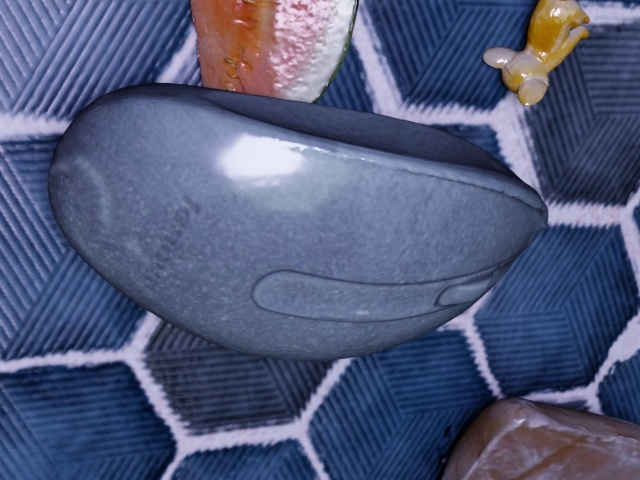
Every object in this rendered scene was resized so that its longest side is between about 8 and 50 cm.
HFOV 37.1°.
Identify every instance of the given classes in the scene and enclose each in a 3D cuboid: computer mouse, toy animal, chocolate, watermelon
[{"bbox_3d":[0.000,0.003,0.663,0.374,0.114,0.203,10,128,-23],"label":"computer mouse"},{"bbox_3d":[0.167,-0.151,0.740,0.083,0.060,0.081,-47,157,-3],"label":"toy animal"},{"bbox_3d":[0.223,0.212,0.869,0.254,0.080,0.157,17,115,-24],"label":"chocolate"},{"bbox_3d":[-0.034,-0.180,0.654,0.119,0.063,0.245,1,108,-8],"label":"watermelon"}]
